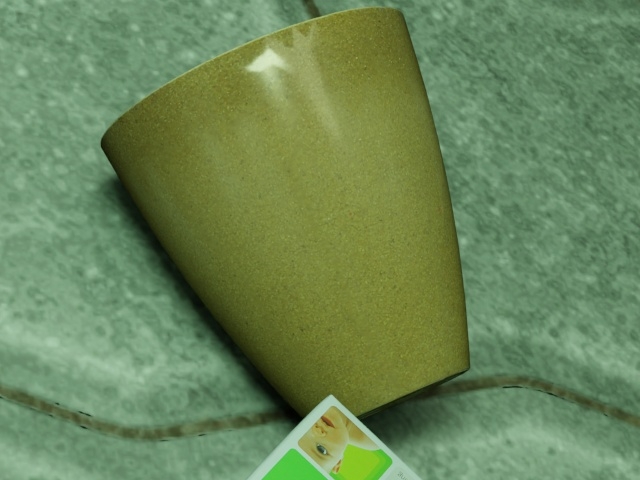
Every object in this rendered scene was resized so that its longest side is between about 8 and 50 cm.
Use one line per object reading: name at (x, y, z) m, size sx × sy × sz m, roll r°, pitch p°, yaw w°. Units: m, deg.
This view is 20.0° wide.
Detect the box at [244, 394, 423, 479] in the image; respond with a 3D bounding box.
box at (0.013, 0.275, 1.141) m, size 0.262 × 0.127 × 0.231 m, roll 44°, pitch 46°, yaw 5°

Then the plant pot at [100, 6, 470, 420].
plant pot at (0.000, 0.000, 1.289) m, size 0.237 × 0.237 × 0.254 m, roll -17°, pitch 80°, yaw -36°
